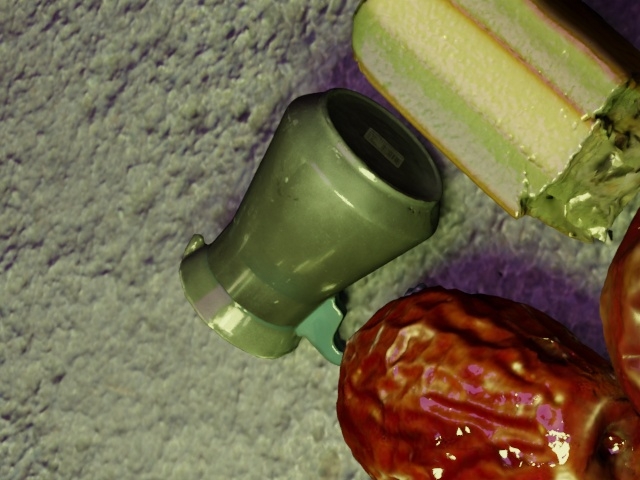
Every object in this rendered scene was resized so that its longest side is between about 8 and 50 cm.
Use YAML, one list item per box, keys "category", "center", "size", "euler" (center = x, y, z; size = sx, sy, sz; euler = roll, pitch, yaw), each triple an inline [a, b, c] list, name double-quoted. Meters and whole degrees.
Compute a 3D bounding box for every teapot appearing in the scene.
- category: "teapot"
  center: [0.000, 0.000, 1.788]
  size: [0.203, 0.171, 0.225]
  euler: [44, 116, 3]

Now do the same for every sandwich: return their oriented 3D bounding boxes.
- category: "sandwich"
  center: [0.161, -0.124, 1.608]
  size: [0.155, 0.227, 0.198]
  euler: [-54, 31, 17]

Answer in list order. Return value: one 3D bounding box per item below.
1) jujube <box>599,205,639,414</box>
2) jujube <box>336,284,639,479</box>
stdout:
- category: "jujube"
  center: [0.388, 0.025, 1.434]
  size: [0.377, 0.276, 0.276]
  euler: [-15, 71, 24]
- category: "jujube"
  center: [0.136, 0.136, 1.621]
  size: [0.290, 0.197, 0.197]
  euler: [15, 88, 49]
